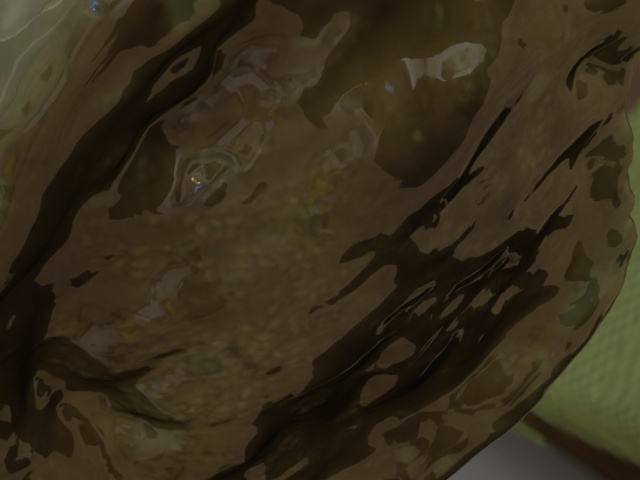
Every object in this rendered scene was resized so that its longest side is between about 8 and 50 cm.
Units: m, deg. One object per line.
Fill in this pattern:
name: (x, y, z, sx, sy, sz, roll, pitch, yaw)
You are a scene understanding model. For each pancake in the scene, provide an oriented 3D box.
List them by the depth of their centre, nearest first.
pancake: (0.001, 0.001, 0.398, 0.042, 0.222, 0.236, 49, 134, 34)
